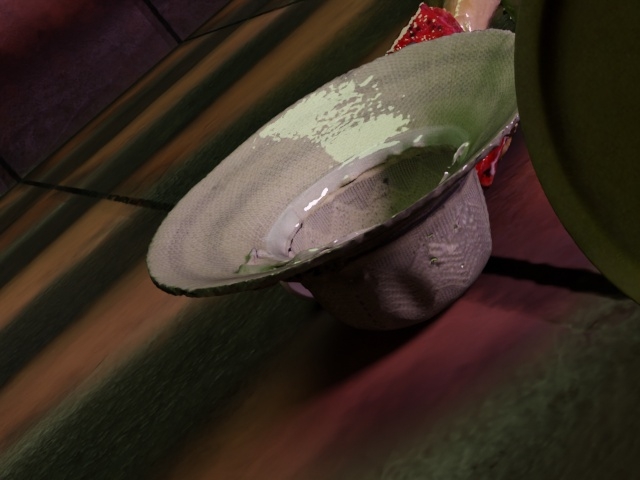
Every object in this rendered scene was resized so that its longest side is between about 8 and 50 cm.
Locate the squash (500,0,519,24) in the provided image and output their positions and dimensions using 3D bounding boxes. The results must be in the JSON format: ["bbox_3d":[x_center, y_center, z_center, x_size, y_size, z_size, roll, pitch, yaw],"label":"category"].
[{"bbox_3d":[0.208,-0.226,0.913,0.132,0.105,0.105,-31,8,-39],"label":"squash"}]

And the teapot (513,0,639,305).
[{"bbox_3d":[0.195,-0.062,0.382,0.175,0.185,0.268,-16,31,-43],"label":"teapot"}]

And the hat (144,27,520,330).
[{"bbox_3d":[0.035,-0.010,0.660,0.252,0.110,0.252,-27,22,12],"label":"hat"}]

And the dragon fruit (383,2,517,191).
[{"bbox_3d":[0.070,-0.060,0.777,0.162,0.106,0.083,-55,-24,-12],"label":"dragon fruit"}]

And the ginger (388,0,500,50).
[{"bbox_3d":[0.097,-0.161,0.936,0.258,0.065,0.149,-131,58,-81],"label":"ginger"}]

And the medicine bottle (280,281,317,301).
[{"bbox_3d":[0.000,0.000,0.802,0.052,0.052,0.089,-33,18,21],"label":"medicine bottle"}]
